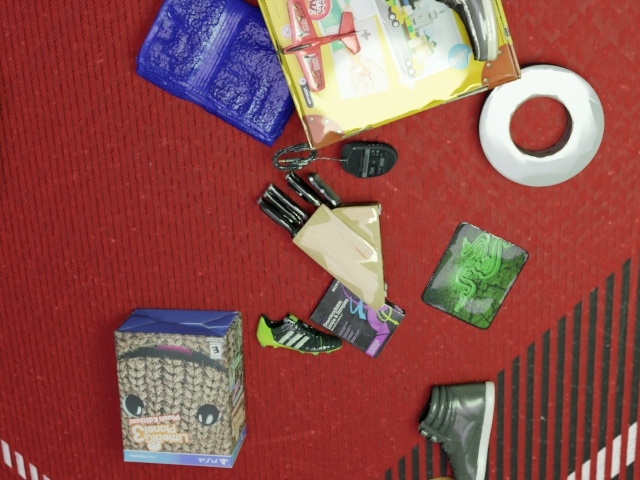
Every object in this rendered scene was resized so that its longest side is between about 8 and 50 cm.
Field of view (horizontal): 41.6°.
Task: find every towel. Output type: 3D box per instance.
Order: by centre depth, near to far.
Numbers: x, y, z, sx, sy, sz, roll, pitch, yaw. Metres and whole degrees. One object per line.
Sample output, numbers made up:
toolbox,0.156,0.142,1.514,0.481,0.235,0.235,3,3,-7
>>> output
towel,-0.174,-0.337,1.572,0.308,0.076,0.227,29,109,-2

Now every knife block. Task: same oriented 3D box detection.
knife block,0.000,0.000,1.632,0.242,0.088,0.275,-4,98,7

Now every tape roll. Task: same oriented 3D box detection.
tape roll,0.398,-0.212,1.539,0.219,0.072,0.219,2,106,7

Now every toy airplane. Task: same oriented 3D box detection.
toy airplane,0.001,-0.316,1.328,0.151,0.028,0.151,-1,105,-3

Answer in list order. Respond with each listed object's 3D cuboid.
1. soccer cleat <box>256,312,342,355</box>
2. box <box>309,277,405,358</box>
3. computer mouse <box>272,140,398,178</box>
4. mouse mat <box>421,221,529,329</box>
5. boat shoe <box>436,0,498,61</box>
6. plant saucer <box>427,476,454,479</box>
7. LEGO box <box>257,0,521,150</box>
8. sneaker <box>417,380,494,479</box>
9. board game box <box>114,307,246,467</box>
soccer cleat,-0.043,0.190,1.722,0.179,0.060,0.072,6,106,9
box,0.074,0.153,1.711,0.162,0.029,0.116,30,108,-1
computer mouse,0.028,-0.157,1.589,0.242,0.041,0.071,0,124,-14
mouse mat,0.304,0.073,1.670,0.153,0.007,0.189,25,107,0
boat shoe,0.200,-0.405,1.286,0.092,0.103,0.285,-17,100,5
plant saucer,0.275,0.605,1.816,0.200,0.037,0.199,2,106,7
LEGO box,0.073,-0.450,1.415,0.373,0.193,0.500,-19,103,1
sneaker,0.268,0.423,1.732,0.147,0.104,0.295,6,101,7
board game box,-0.284,0.300,1.742,0.232,0.141,0.290,1,106,7
